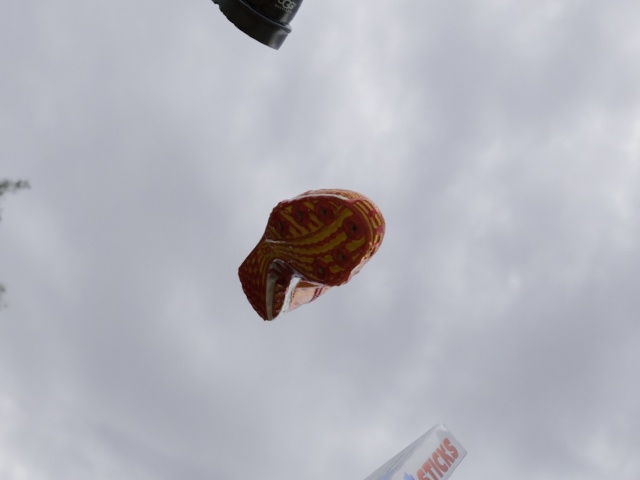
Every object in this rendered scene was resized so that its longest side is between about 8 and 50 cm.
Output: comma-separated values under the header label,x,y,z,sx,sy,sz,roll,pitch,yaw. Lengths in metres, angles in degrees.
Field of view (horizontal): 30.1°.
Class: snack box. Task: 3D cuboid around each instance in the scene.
label,x,y,z,sx,sy,sz,roll,pitch,yaw
snack box,0.008,0.122,0.474,0.064,0.178,0.022,-40,-97,22

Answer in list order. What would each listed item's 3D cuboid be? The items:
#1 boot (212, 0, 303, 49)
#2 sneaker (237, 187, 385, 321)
label,x,y,z,sx,sy,sz,roll,pitch,yaw
boot,-0.045,-0.326,1.166,0.207,0.094,0.246,-54,-138,15
sneaker,0.000,0.000,0.750,0.064,0.067,0.175,60,-26,1
